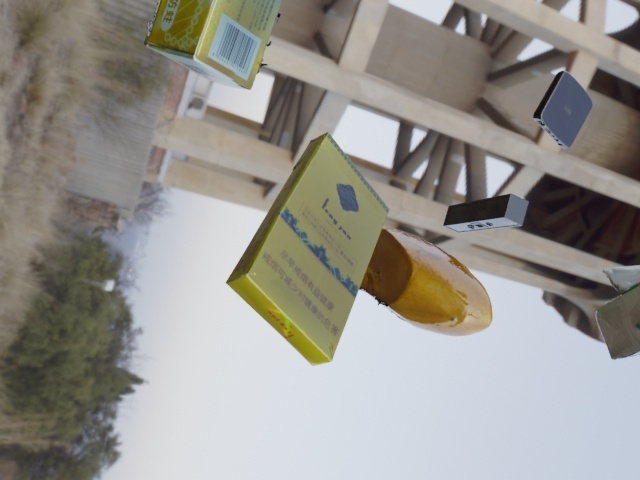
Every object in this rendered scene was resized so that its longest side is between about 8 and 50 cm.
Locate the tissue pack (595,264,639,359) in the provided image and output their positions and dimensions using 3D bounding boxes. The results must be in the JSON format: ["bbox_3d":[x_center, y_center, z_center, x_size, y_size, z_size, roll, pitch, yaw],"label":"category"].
[{"bbox_3d":[0.618,0.108,1.071,0.148,0.208,0.156,119,-39,-62],"label":"tissue pack"}]

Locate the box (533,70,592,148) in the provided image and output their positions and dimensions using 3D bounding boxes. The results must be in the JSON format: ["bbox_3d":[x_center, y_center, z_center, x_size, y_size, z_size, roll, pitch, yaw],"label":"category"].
[{"bbox_3d":[0.508,-0.274,1.258,0.125,0.126,0.027,-60,-150,-5],"label":"box"}]

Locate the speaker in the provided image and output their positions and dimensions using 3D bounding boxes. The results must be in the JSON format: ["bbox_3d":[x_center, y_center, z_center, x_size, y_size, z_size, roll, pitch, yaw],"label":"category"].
[{"bbox_3d":[0.286,-0.044,1.064,0.191,0.040,0.046,-8,-117,70],"label":"speaker"}]

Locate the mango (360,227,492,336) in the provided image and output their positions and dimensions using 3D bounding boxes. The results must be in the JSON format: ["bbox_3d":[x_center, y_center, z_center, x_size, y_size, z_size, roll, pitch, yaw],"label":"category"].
[{"bbox_3d":[0.151,0.066,0.909,0.252,0.153,0.126,28,-82,44],"label":"mango"}]

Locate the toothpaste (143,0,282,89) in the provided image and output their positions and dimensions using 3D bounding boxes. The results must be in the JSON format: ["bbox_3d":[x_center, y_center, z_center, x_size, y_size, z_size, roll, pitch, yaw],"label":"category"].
[{"bbox_3d":[-0.054,-0.297,0.523,0.071,0.089,0.313,23,-85,31],"label":"toothpaste"}]

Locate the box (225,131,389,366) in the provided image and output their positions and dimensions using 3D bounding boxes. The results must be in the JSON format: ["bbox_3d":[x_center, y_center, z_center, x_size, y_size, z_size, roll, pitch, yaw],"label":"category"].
[{"bbox_3d":[0.000,0.001,0.757,0.041,0.153,0.279,-23,-151,39],"label":"box"}]
